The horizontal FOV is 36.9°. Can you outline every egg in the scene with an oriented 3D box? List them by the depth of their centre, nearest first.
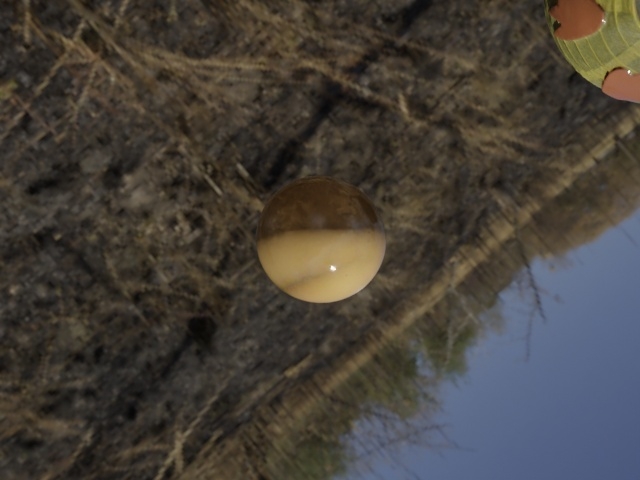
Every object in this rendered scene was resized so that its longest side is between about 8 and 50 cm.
[{"bbox_3d":[0.000,0.000,0.586,0.080,0.080,0.096,-41,-174,5],"label":"egg"}]

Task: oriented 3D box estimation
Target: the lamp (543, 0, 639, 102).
[{"bbox_3d":[0.350,-0.271,0.979,0.250,0.250,0.284,-42,-169,26],"label":"lamp"}]
